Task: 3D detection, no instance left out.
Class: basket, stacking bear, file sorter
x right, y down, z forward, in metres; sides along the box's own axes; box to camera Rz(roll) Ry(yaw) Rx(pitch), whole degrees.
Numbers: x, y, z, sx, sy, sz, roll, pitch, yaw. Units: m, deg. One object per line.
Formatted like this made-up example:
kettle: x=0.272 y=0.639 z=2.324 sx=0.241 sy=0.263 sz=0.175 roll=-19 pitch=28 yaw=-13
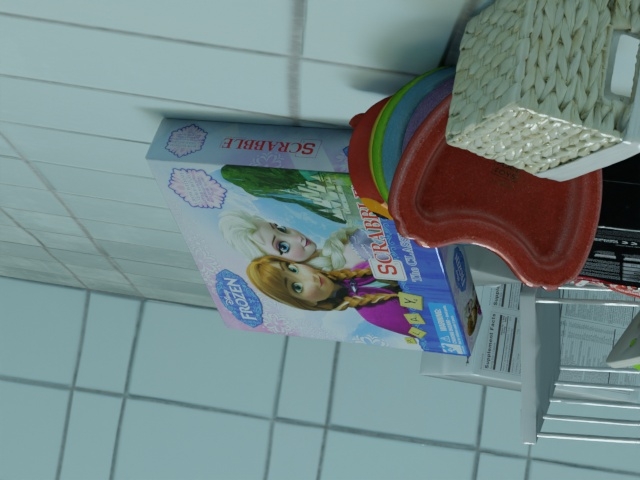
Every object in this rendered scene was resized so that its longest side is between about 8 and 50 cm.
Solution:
basket: x=0.165 y=-0.116 z=1.123 sx=0.103 sy=0.113 sz=0.167 roll=12 pitch=171 yaw=-11
stacking bear: x=0.108 y=-0.070 z=1.350 sx=0.175 sy=0.164 sz=0.289 roll=20 pitch=179 yaw=-18
file sorter: x=0.356 y=0.124 z=1.986 sx=0.173 sy=0.193 sz=0.277 roll=2 pitch=-165 yaw=14

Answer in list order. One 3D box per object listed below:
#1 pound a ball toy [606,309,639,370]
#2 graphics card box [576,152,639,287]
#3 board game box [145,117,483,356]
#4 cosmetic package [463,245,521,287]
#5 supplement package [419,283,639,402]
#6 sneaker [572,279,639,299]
pound a ball toy: x=0.427 y=0.126 z=1.537 sx=0.208 sy=0.136 sz=0.319 roll=38 pitch=169 yaw=0
graphics card box: x=0.315 y=-0.020 z=1.532 sx=0.233 sy=0.094 sz=0.371 roll=7 pitch=173 yaw=13
board game box: x=0.000 y=0.000 z=1.759 sx=0.318 sy=0.066 sz=0.318 roll=5 pitch=142 yaw=22
cosmetic package: x=0.130 y=-0.011 z=1.912 sx=0.238 sy=0.107 sz=0.127 roll=11 pitch=170 yaw=-34
supplement package: x=0.312 y=0.120 z=2.275 sx=0.263 sy=0.198 sz=0.199 roll=11 pitch=172 yaw=-17
sneaker: x=0.343 y=0.033 z=1.759 sx=0.145 sy=0.090 sz=0.270 roll=-5 pitch=-159 yaw=-39
